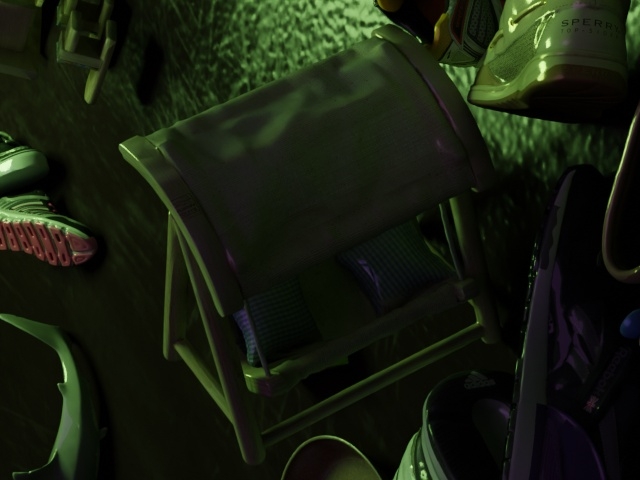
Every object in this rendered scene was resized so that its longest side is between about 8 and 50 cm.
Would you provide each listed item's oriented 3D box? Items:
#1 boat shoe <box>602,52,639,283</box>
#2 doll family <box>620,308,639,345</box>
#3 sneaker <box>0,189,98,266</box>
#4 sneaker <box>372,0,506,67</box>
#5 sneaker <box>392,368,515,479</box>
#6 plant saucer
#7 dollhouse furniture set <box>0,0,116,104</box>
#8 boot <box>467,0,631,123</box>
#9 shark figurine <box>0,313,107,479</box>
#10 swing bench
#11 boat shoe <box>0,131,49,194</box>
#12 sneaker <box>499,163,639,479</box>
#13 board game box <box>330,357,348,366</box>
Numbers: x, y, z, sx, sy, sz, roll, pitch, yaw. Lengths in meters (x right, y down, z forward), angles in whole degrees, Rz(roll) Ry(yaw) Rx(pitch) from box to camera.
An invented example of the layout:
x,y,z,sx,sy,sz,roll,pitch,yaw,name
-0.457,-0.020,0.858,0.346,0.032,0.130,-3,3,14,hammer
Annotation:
x,y,z,sx,sy,sz,roll,pitch,yaw,name
0.284,-0.118,1.344,0.121,0.110,0.341,38,124,45,boat shoe
0.340,0.040,1.316,0.263,0.118,0.163,-57,43,18,doll family
-0.315,-0.021,2.225,0.170,0.075,0.063,10,131,32,sneaker
0.081,-0.234,1.622,0.225,0.093,0.088,58,137,31,sneaker
0.168,0.351,1.570,0.257,0.169,0.447,115,142,-48,sneaker
0.029,0.278,1.820,0.198,0.036,0.198,12,106,52,plant saucer
-0.347,-0.232,2.121,0.242,0.212,0.161,-99,27,-53,dollhouse furniture set
0.178,-0.196,1.466,0.262,0.095,0.203,159,118,-84,boot
-0.304,0.228,2.208,0.166,0.116,0.278,18,111,50,shark figurine
0.000,0.000,1.570,0.165,0.253,0.255,47,154,39,swing bench
-0.389,-0.091,2.303,0.219,0.078,0.070,-15,84,56,boat shoe
0.215,0.085,1.502,0.107,0.124,0.283,72,-153,-78,sneaker
-0.032,0.038,1.860,0.092,0.043,0.181,-20,79,54,board game box
